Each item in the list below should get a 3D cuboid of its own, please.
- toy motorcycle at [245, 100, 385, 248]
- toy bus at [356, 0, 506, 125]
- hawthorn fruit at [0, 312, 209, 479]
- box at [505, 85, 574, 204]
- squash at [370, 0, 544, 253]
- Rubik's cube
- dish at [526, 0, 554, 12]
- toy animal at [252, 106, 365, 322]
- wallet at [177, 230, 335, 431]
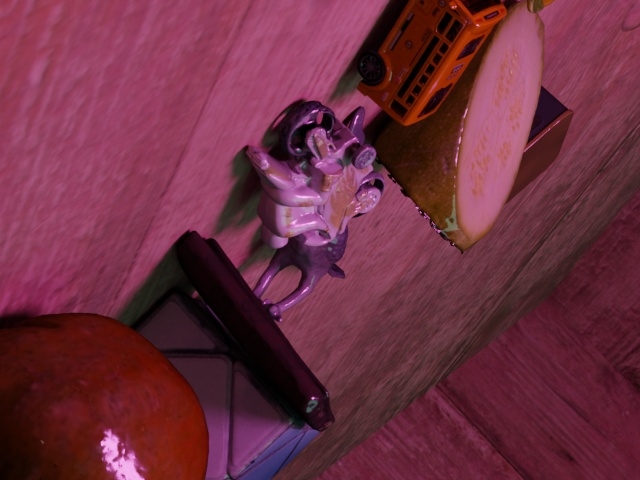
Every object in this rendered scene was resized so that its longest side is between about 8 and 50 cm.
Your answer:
[{"bbox_3d":[-0.012,-0.056,1.493,0.151,0.074,0.229,-43,151,1],"label":"toy motorcycle"},{"bbox_3d":[0.118,-0.210,1.415,0.083,0.088,0.194,-30,159,-47],"label":"toy bus"},{"bbox_3d":[-0.230,0.195,1.301,0.268,0.268,0.301,-52,166,29],"label":"hawthorn fruit"},{"bbox_3d":[0.271,-0.137,2.038,0.144,0.090,0.201,-41,166,-11],"label":"box"},{"bbox_3d":[0.201,-0.134,1.664,0.260,0.189,0.189,-41,166,6],"label":"squash"},{"bbox_3d":[-0.147,0.205,1.636,0.205,0.207,0.205,-43,165,2],"label":"Rubik's cube"},{"bbox_3d":[0.219,-0.308,1.397,0.208,0.080,0.149,-46,159,-42],"label":"dish"},{"bbox_3d":[-0.018,0.017,1.678,0.206,0.081,0.367,-52,166,-27],"label":"toy animal"},{"bbox_3d":[-0.065,0.102,1.519,0.049,0.229,0.182,-37,165,-8],"label":"wallet"}]
